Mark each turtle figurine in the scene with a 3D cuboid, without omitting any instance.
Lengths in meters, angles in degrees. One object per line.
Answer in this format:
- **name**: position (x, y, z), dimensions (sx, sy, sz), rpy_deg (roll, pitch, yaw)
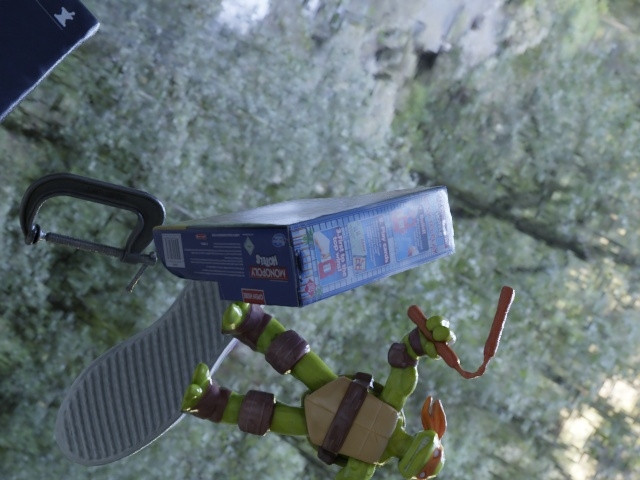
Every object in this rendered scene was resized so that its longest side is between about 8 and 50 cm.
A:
- **turtle figurine**: position (0.017, 0.121, 0.797), dimensions (0.269, 0.217, 0.087), rpy_deg (-62, 176, 1)

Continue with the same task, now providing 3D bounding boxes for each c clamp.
- **c clamp**: position (-0.225, -0.006, 1.015), dimensions (0.161, 0.022, 0.137), rpy_deg (20, 129, -33)

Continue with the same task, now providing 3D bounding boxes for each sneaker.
- **sneaker**: position (-0.158, 0.129, 1.099), dimensions (0.282, 0.102, 0.161), rpy_deg (-43, 178, -14)

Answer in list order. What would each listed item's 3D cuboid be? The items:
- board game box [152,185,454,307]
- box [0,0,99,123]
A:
- **board game box**: position (0.000, 0.000, 0.816), dimensions (0.194, 0.194, 0.060), rpy_deg (-12, 98, -36)
- **box**: position (-0.393, -0.162, 0.705), dimensions (0.179, 0.343, 0.312), rpy_deg (-16, -149, 48)
